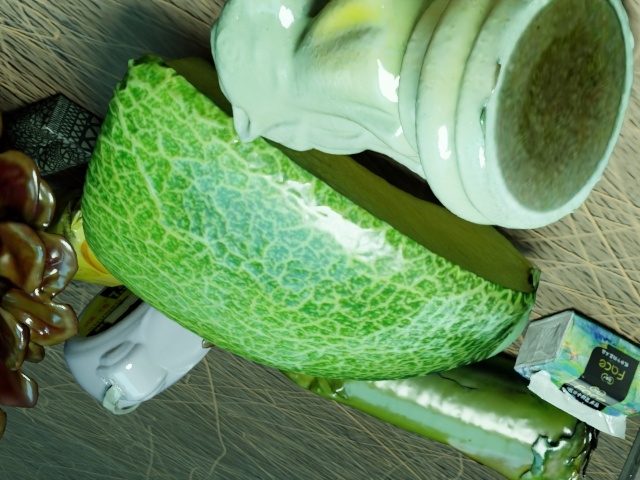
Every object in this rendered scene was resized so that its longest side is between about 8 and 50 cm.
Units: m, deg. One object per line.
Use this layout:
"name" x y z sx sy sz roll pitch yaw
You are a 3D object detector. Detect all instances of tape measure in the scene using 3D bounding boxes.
"tape measure" -0.165 0.089 1.757 0.105 0.196 0.178 51 163 -21

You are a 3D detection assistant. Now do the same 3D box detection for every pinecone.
"pinecone" -0.419 0.033 1.578 0.398 0.398 0.398 20 159 8

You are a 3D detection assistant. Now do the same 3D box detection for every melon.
"melon" 0.000 0.000 1.396 0.343 0.226 0.331 33 144 11

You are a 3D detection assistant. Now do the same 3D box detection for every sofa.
"sofa" -0.250 -0.097 1.609 0.060 0.039 0.118 34 156 -25

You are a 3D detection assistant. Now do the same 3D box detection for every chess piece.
"chess piece" 0.038 -0.119 1.124 0.298 0.176 0.176 17 160 39

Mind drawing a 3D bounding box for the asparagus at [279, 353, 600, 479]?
"asparagus" 0.090 0.136 1.719 0.382 0.128 0.108 22 125 6

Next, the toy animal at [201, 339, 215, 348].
"toy animal" -0.054 0.053 1.606 0.179 0.188 0.089 14 124 -2

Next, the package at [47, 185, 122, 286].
"package" -0.219 -0.006 1.705 0.168 0.090 0.226 14 165 -33

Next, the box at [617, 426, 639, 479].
"box" 0.387 0.239 1.571 0.153 0.188 0.252 11 154 34

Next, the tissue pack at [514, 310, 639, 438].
"tissue pack" 0.243 0.125 1.580 0.111 0.079 0.085 29 159 -16
